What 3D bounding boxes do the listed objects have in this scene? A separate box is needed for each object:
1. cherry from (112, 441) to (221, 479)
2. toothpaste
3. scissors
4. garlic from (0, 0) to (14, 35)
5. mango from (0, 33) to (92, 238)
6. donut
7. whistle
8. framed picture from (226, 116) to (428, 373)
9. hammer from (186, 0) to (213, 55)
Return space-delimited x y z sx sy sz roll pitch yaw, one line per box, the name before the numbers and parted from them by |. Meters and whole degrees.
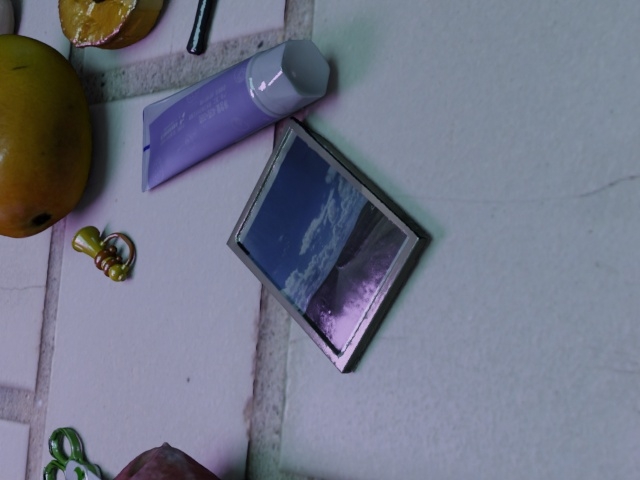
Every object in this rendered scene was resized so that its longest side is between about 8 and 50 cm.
cherry | -0.189 0.386 1.075 0.261 0.221 0.307 -8 65 34
toothpaste | -0.137 -0.162 1.204 0.371 0.080 0.125 -16 72 46
scissors | -0.333 0.336 1.344 0.204 0.027 0.101 13 96 46
garlic | -0.587 -0.382 1.654 0.128 0.090 0.198 46 120 51
mango | -0.446 -0.162 1.413 0.211 0.173 0.317 -7 77 12
donut | -0.297 -0.360 1.383 0.190 0.075 0.174 -29 64 33
whistle | -0.303 0.018 1.365 0.109 0.057 0.046 33 152 32
framed picture | 0.000 0.000 1.085 0.260 0.023 0.189 46 117 37
hammer | -0.144 -0.371 1.270 0.103 0.029 0.246 26 103 42
